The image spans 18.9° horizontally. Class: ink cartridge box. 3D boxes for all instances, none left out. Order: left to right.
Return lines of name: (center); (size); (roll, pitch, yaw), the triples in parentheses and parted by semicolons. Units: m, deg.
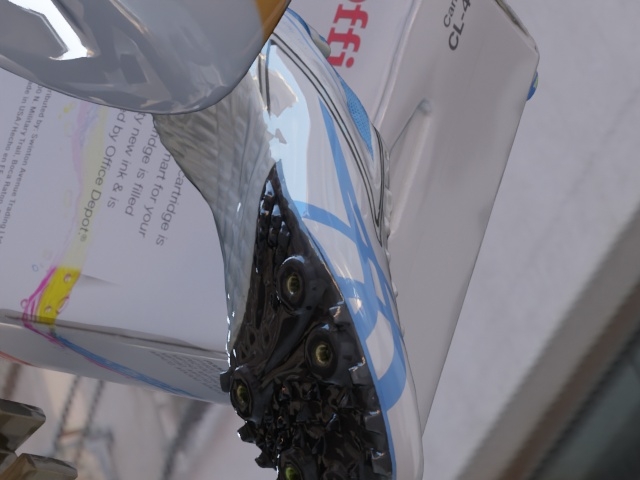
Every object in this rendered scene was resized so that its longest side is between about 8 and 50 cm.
ink cartridge box: (-0.071, -0.038, 0.983); (0.306, 0.226, 0.131); (9, -17, 33)

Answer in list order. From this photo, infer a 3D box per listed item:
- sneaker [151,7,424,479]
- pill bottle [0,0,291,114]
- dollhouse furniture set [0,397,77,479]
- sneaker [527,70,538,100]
sneaker: (0.000, 0.000, 0.709); (0.086, 0.237, 0.085); (4, -40, -30)
pill bottle: (-0.019, -0.174, 0.372); (0.272, 0.152, 0.152); (-62, -37, -11)
dollhouse furniture set: (-0.206, 0.195, 0.903); (0.161, 0.212, 0.242); (-43, -30, 14)
sneaker: (0.083, -0.140, 1.587); (0.211, 0.080, 0.081); (5, -26, 39)
